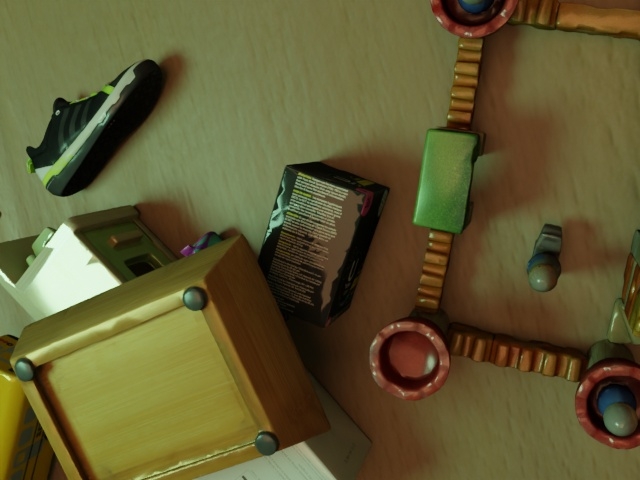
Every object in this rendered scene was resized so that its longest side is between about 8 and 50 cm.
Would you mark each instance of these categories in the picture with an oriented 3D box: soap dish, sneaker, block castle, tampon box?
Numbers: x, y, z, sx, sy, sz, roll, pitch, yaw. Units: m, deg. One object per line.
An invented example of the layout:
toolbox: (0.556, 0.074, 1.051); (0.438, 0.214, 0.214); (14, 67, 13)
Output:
soap dish: (-0.167, 0.153, 0.810); (0.291, 0.118, 0.229); (-22, 95, 16)
sneaker: (-0.303, -0.157, 0.975); (0.234, 0.084, 0.097); (-45, 83, 18)
block castle: (0.233, -0.040, 0.768); (0.303, 0.213, 0.453); (11, 101, 14)
tampon box: (0.000, 0.000, 0.890); (0.101, 0.120, 0.161); (21, 104, 13)

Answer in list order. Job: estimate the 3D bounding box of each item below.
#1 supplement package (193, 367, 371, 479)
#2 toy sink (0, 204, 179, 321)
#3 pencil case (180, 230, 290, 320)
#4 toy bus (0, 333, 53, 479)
supplement package: (-0.079, 0.299, 0.950); (0.244, 0.139, 0.134); (-42, 87, 17)
toy sink: (-0.276, 0.043, 0.963); (0.234, 0.153, 0.131); (44, 107, 7)
pencil case: (-0.109, 0.062, 0.959); (0.064, 0.070, 0.152); (-45, 84, 18)
toy bus: (-0.448, 0.304, 1.064); (0.108, 0.130, 0.333); (21, 103, 13)
